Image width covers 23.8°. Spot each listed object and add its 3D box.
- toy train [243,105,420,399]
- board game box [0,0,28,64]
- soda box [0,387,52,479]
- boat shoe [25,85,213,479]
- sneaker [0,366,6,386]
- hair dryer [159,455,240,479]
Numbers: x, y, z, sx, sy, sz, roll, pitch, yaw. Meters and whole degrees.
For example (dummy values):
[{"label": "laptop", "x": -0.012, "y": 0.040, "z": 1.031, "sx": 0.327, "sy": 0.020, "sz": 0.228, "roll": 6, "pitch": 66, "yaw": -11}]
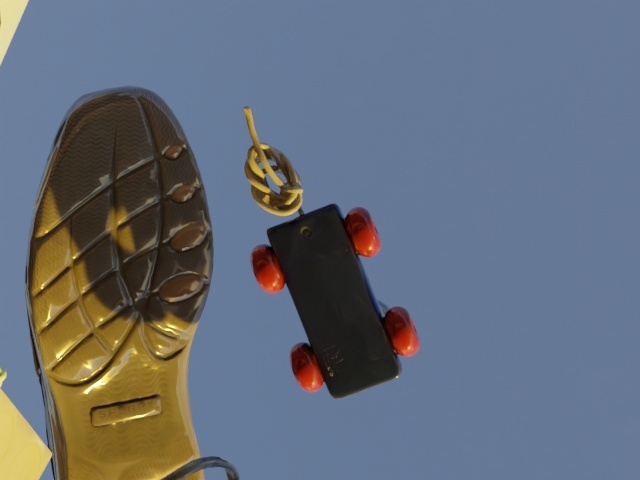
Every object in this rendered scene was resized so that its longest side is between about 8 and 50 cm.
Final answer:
[{"label": "toy train", "x": 0.000, "y": 0.000, "z": 1.278, "sx": 0.105, "sy": 0.143, "sz": 0.248, "roll": -21, "pitch": -88, "yaw": 8}, {"label": "board game box", "x": -0.141, "y": -0.115, "z": 0.332, "sx": 0.142, "sy": 0.144, "sz": 0.275, "roll": 26, "pitch": -85, "yaw": 19}, {"label": "soda box", "x": -0.155, "y": 0.052, "z": 0.509, "sx": 0.058, "sy": 0.181, "sz": 0.061, "roll": 16, "pitch": -117, "yaw": 21}, {"label": "boat shoe", "x": -0.159, "y": 0.058, "z": 1.090, "sx": 0.130, "sy": 0.132, "sz": 0.355, "roll": -143, "pitch": -127, "yaw": -59}, {"label": "sneaker", "x": -0.360, "y": 0.176, "z": 1.427, "sx": 0.147, "sy": 0.145, "sz": 0.384, "roll": -3, "pitch": -43, "yaw": 22}, {"label": "hair dryer", "x": -0.177, "y": 0.229, "z": 0.817, "sx": 0.223, "sy": 0.080, "sz": 0.293, "roll": 25, "pitch": -89, "yaw": -19}]
